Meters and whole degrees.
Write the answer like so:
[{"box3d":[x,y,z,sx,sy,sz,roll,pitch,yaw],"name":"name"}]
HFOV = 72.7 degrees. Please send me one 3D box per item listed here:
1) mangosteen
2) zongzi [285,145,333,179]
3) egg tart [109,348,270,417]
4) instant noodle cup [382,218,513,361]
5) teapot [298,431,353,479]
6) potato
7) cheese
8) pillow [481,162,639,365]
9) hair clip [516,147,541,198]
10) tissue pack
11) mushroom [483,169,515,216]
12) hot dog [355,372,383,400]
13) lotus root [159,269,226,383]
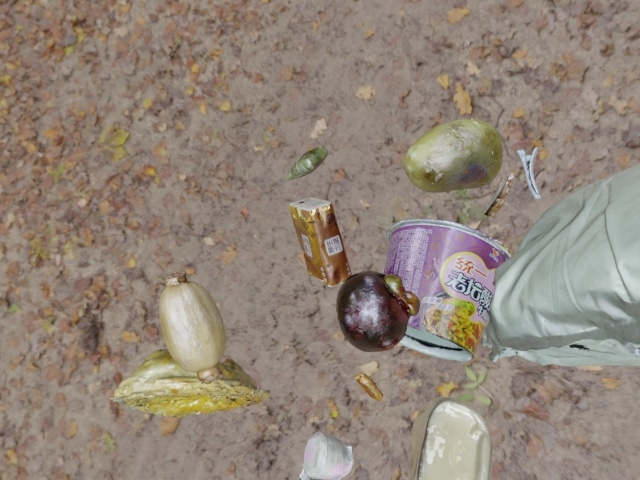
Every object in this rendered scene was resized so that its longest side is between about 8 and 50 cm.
[{"box3d":[0.102,0.123,0.774,0.152,0.152,0.153,-4,77,16],"name":"mangosteen"},{"box3d":[-0.036,-0.252,1.390,0.062,0.154,0.130,51,138,-10],"name":"zongzi"},{"box3d":[-0.210,0.237,0.731,0.232,0.252,0.098,-37,47,48],"name":"egg tart"},{"box3d":[0.298,0.139,1.110,0.339,0.340,0.266,13,68,19],"name":"instant noodle cup"},{"box3d":[0.033,0.884,1.709,0.178,0.163,0.222,24,71,-22],"name":"teapot"},{"box3d":[0.387,-0.237,1.256,0.307,0.210,0.173,-15,41,-15],"name":"potato"},{"box3d":[0.235,0.441,0.836,0.127,0.233,0.266,16,47,11],"name":"cheese"},{"box3d":[0.321,0.005,0.418,0.138,0.310,0.283,51,57,-3],"name":"pillow"},{"box3d":[0.464,-0.147,0.947,0.039,0.030,0.115,-15,88,49],"name":"hair clip"},{"box3d":[0.000,0.000,1.214,0.091,0.183,0.226,-19,107,-16],"name":"tissue pack"},{"box3d":[0.318,-0.081,0.770,0.019,0.101,0.049,21,46,6],"name":"mushroom"},{"box3d":[0.168,0.492,1.465,0.038,0.144,0.062,-49,29,-22],"name":"hot dog"},{"box3d":[-0.153,0.110,0.531,0.062,0.073,0.150,-16,95,35],"name":"lotus root"}]
